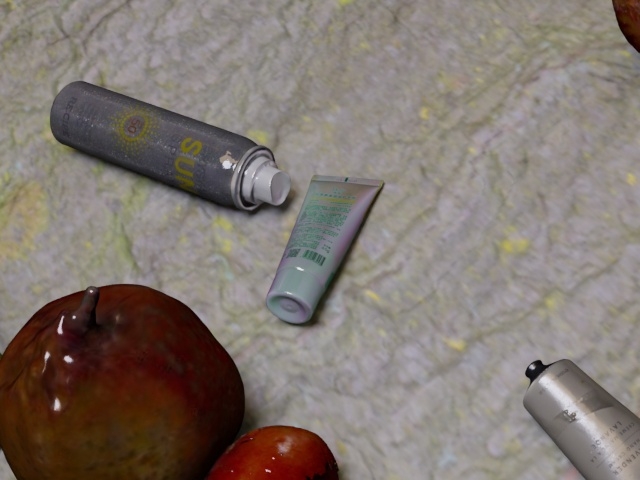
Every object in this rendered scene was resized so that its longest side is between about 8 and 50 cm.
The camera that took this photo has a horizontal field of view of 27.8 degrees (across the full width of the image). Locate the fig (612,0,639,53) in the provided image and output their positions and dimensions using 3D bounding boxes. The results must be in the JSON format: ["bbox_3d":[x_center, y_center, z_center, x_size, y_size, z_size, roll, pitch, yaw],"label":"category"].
[{"bbox_3d":[0.376,-0.255,1.237,0.175,0.175,0.207,15,47,26],"label":"fig"}]

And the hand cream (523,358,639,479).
[{"bbox_3d":[0.234,0.165,1.044,0.087,0.054,0.186,-41,61,-7],"label":"hand cream"}]

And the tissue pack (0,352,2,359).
[{"bbox_3d":[-0.415,0.087,1.155,0.200,0.274,0.167,30,68,33],"label":"tissue pack"}]

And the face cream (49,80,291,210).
[{"bbox_3d":[-0.154,-0.095,1.330,0.283,0.073,0.073,21,64,28],"label":"face cream"}]

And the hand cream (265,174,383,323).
[{"bbox_3d":[0.000,0.000,1.239,0.076,0.047,0.174,6,49,22],"label":"hand cream"}]

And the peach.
[{"bbox_3d":[-0.032,0.222,1.058,0.092,0.127,0.172,4,32,29],"label":"peach"}]

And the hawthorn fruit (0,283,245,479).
[{"bbox_3d":[-0.174,0.119,1.077,0.208,0.248,0.208,-6,50,7],"label":"hawthorn fruit"}]
